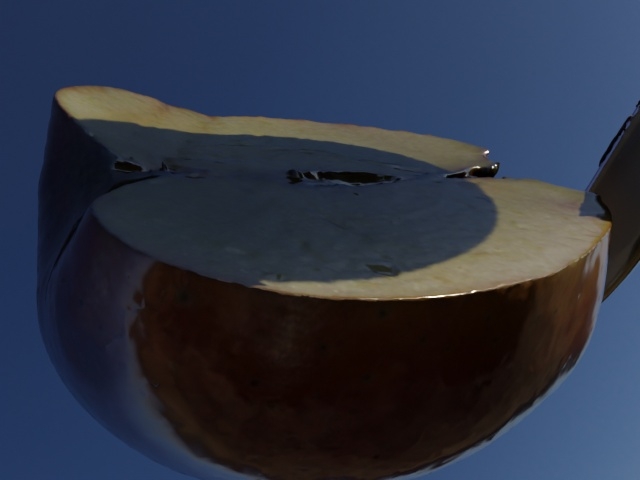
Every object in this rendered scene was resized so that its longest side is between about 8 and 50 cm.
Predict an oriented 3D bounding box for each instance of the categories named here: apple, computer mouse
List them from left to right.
[{"bbox_3d":[0.000,0.000,0.585,0.365,0.328,0.295,-1,-26,-30],"label":"apple"},{"bbox_3d":[0.245,-0.040,0.705,0.158,0.072,0.310,-46,-18,-46],"label":"computer mouse"}]
